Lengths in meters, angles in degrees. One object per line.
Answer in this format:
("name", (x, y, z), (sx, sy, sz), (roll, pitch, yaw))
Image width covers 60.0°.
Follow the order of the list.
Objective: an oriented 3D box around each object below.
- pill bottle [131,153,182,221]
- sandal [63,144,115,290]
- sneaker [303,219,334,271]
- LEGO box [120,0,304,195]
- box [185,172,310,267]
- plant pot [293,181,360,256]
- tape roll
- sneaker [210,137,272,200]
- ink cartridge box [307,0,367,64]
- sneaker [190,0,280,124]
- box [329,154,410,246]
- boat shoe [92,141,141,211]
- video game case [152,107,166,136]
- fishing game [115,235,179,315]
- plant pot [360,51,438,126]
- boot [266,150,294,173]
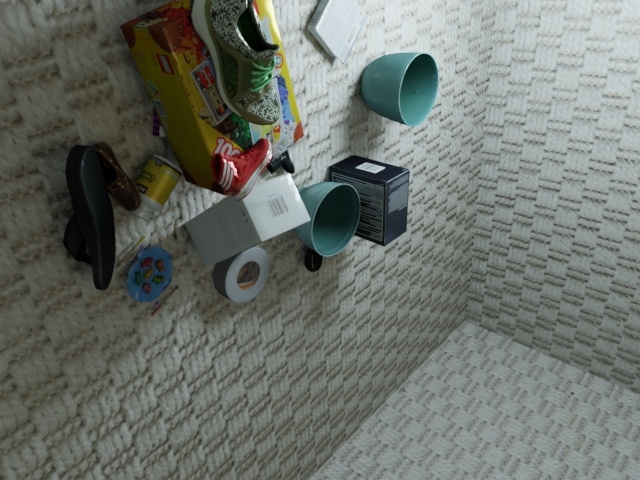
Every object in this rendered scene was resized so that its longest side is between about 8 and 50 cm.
("pill bottle", (-0.492, -0.152, 1.624), (0.103, 0.103, 0.184), (40, 75, -52))
("sandal", (-0.627, -0.056, 1.478), (0.167, 0.107, 0.445), (-90, -175, -52))
("sneaker", (0.000, 0.000, 2.350), (0.108, 0.100, 0.271), (12, 96, -78))
("LEGO box", (-0.280, -0.445, 1.597), (0.372, 0.193, 0.500), (-44, 138, -30))
("box", (-0.238, -0.060, 1.765), (0.215, 0.345, 0.168), (-26, 93, -43))
("plant pot", (-0.007, -0.104, 2.185), (0.293, 0.196, 0.292), (-26, 126, -42))
("tape roll", (-0.289, 0.118, 2.046), (0.219, 0.072, 0.219), (-26, 127, -41))
("sneaker", (-0.221, -0.231, 1.546), (0.128, 0.087, 0.221), (41, 51, -30))
("ink cartridge box", (0.065, -0.808, 2.046), (0.224, 0.045, 0.223), (34, 81, -54))
("sneaker", (-0.175, -0.452, 1.405), (0.158, 0.182, 0.410), (-52, 141, -23))
("box", (0.203, -0.174, 2.335), (0.183, 0.296, 0.293), (-30, 130, -41))
("boat shoe", (-0.563, -0.165, 1.506), (0.073, 0.073, 0.206), (-26, 112, 4))
("video game case", (-0.398, -0.426, 1.655), (0.210, 0.042, 0.231), (-13, 117, -50))
("fishing game", (-0.529, 0.110, 1.751), (0.189, 0.041, 0.264), (-53, 144, -34))
("plant pot", (0.310, -0.634, 2.286), (0.293, 0.235, 0.292), (-26, 126, -42))
("boot", (-0.151, -0.278, 2.042), (0.099, 0.045, 0.121), (-44, 130, -33))
